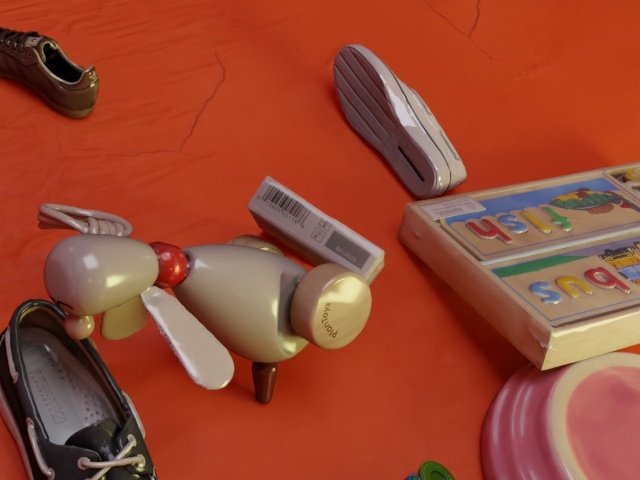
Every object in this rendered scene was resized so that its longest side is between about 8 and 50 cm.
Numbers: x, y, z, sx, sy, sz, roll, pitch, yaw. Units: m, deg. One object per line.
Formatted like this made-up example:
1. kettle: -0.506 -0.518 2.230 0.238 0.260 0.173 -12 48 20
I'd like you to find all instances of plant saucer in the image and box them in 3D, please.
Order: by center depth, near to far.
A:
1. plant saucer: 0.336 0.241 1.446 0.332 0.084 0.332 12 47 -13

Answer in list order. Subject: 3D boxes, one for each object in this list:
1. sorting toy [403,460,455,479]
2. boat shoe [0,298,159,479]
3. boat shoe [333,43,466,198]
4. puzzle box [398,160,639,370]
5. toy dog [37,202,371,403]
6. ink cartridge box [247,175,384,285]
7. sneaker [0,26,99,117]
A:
1. sorting toy: 0.097 0.261 1.356 0.061 0.042 0.102 41 32 -7
2. boat shoe: -0.213 0.187 1.238 0.114 0.091 0.302 -21 62 -37
3. boat shoe: 0.097 -0.146 1.701 0.076 0.083 0.226 -13 68 -47
4. puzzle box: 0.331 0.015 1.612 0.409 0.052 0.272 -11 39 -33
5. toy dog: -0.118 0.079 1.308 0.334 0.160 0.220 9 7 -25
6. ink cartridge box: 0.000 0.000 1.454 0.145 0.179 0.045 33 87 7
7. sneaker: -0.332 -0.214 1.559 0.188 0.071 0.066 29 45 2
